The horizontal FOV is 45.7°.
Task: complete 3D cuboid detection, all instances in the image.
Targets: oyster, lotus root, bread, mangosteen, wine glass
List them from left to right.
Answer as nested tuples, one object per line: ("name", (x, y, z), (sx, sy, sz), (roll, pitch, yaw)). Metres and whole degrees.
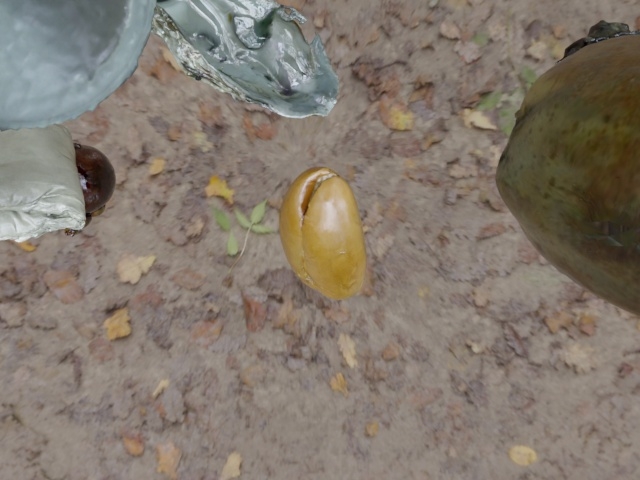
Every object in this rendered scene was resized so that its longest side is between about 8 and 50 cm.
("wine glass", (-0.172, -0.134, 0.342), (0.103, 0.231, 0.103), (-22, 128, -31))
("mangosteen", (-0.359, -0.072, 1.086), (0.140, 0.140, 0.140), (0, 96, -2))
("oyster", (-0.105, -0.217, 0.853), (0.252, 0.087, 0.199), (0, 64, -10))
("bread", (0.000, 0.000, 0.875), (0.077, 0.189, 0.114), (-34, 52, -21))
("lotus root", (0.179, -0.019, 0.295), (0.123, 0.241, 0.123), (-33, 122, -28))

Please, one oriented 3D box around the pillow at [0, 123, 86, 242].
("pillow", (-0.357, -0.081, 0.904), (0.134, 0.181, 0.077), (-1, 137, -26))
